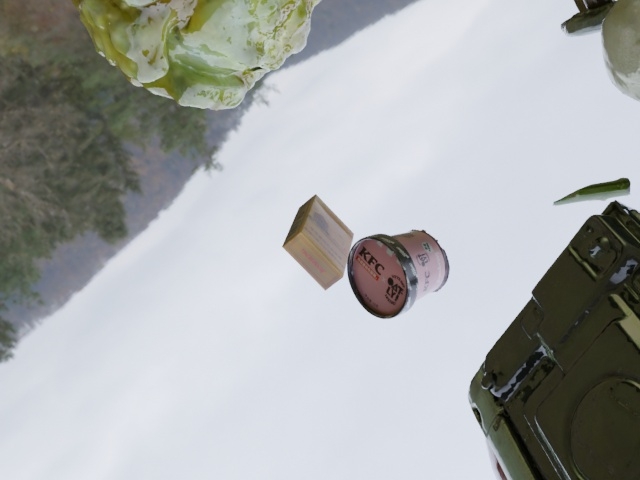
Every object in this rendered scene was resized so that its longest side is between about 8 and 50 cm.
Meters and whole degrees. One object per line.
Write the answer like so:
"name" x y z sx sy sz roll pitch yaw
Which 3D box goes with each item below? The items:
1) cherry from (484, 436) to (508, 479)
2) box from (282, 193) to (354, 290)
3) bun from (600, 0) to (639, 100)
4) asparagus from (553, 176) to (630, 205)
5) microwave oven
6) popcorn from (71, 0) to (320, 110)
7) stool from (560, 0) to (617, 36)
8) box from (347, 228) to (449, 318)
"cherry" 0.390 0.350 1.302 0.236 0.212 0.285 -53 -130 34
"box" 0.000 0.000 2.177 0.076 0.174 0.274 -38 -165 22
"bun" 0.622 -0.323 1.201 0.359 0.211 0.360 -20 152 -11
"asparagus" 0.639 -0.112 1.843 0.178 0.045 0.041 -9 -140 14
"microwave oven" 0.360 0.204 0.784 0.333 0.247 0.394 -60 -153 24
"popcorn" -0.116 -0.306 0.875 0.274 0.279 0.335 28 -128 36
"stool" 0.651 -0.570 1.641 0.310 0.226 0.310 -12 -167 14
"box" 0.145 0.052 1.407 0.135 0.151 0.151 -16 179 -40
